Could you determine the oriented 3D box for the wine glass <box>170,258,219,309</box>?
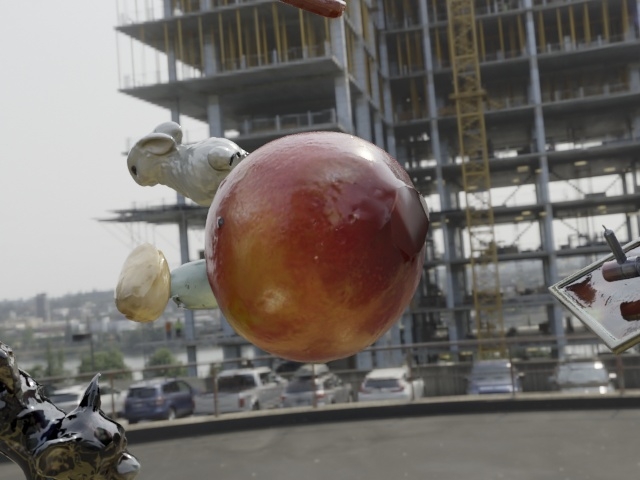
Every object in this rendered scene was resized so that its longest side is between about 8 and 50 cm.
[{"bbox_3d":[-0.229,0.100,1.853,0.321,0.143,0.143,-7,-4,32],"label":"wine glass"}]

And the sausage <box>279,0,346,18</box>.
[{"bbox_3d":[-0.029,-0.396,1.220,0.147,0.035,0.030,22,46,13],"label":"sausage"}]

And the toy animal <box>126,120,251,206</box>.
[{"bbox_3d":[-0.365,-0.207,2.026,0.357,0.194,0.258,16,-37,12],"label":"toy animal"}]

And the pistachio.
[{"bbox_3d":[-0.377,0.091,1.621,0.117,0.200,0.145,37,-57,-25],"label":"pistachio"}]

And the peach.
[{"bbox_3d":[0.000,0.000,1.175,0.388,0.388,0.388,-5,-4,0],"label":"peach"}]

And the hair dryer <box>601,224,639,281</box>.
[{"bbox_3d":[0.506,0.019,1.286,0.063,0.114,0.037,-16,25,42],"label":"hair dryer"}]

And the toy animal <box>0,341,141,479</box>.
[{"bbox_3d":[-0.456,0.316,1.240,0.344,0.302,0.194,22,39,7],"label":"toy animal"}]

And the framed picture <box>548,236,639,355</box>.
[{"bbox_3d":[0.550,0.087,1.319,0.211,0.020,0.289,-30,15,5],"label":"framed picture"}]
